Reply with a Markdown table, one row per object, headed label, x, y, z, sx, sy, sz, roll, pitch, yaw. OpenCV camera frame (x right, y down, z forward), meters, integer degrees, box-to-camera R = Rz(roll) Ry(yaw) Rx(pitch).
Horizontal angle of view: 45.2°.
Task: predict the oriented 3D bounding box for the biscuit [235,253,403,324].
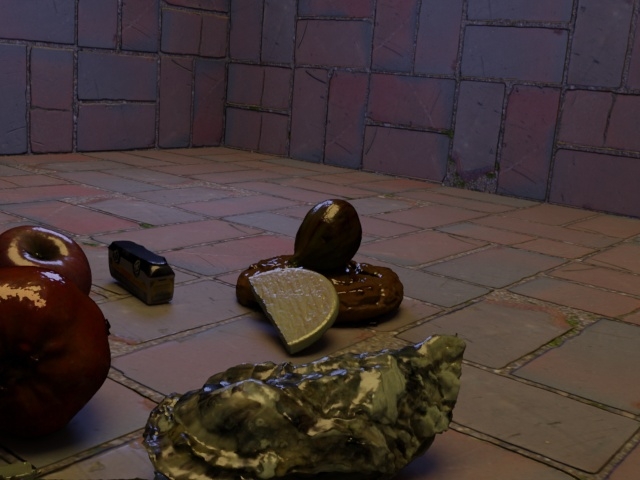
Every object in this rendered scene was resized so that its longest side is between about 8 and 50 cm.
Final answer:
| label | x | y | z | sx | sy | sz | roll | pitch | yaw |
| --- | --- | --- | --- | --- | --- | --- | --- | --- | --- |
| biscuit | 0.000 | 0.071 | 1.331 | 0.295 | 0.075 | 0.296 | 4 | 12 | -1 |

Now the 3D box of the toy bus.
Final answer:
| label | x | y | z | sx | sy | sz | roll | pitch | yaw |
| --- | --- | --- | --- | --- | --- | --- | --- | --- | --- |
| toy bus | -0.307 | 0.052 | 1.310 | 0.057 | 0.072 | 0.172 | -7 | 19 | -37 |

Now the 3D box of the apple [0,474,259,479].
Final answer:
| label | x | y | z | sx | sy | sz | roll | pitch | yaw |
| --- | --- | --- | --- | --- | --- | --- | --- | --- | --- |
| apple | -0.085 | 0.203 | 0.404 | 0.346 | 0.179 | 0.254 | -16 | 5 | 36 |

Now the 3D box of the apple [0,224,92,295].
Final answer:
| label | x | y | z | sx | sy | sz | roll | pitch | yaw |
| --- | --- | --- | --- | --- | --- | --- | --- | --- | --- |
| apple | -0.410 | 0.056 | 1.113 | 0.153 | 0.120 | 0.153 | 23 | 31 | -15 |

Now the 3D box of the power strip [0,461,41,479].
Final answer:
| label | x | y | z | sx | sy | sz | roll | pitch | yaw |
| --- | --- | --- | --- | --- | --- | --- | --- | --- | --- |
| power strip | -0.297 | 0.218 | 0.698 | 0.083 | 0.017 | 0.027 | -2 | 15 | -25 |

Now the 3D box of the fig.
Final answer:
| label | x | y | z | sx | sy | sz | roll | pitch | yaw |
| --- | --- | --- | --- | --- | --- | --- | --- | --- | --- |
| fig | 0.000 | 0.000 | 1.269 | 0.154 | 0.109 | 0.103 | -30 | -6 | -31 |

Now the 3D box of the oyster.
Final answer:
| label | x | y | z | sx | sy | sz | roll | pitch | yaw |
| --- | --- | --- | --- | --- | --- | --- | --- | --- | --- |
| oyster | -0.003 | 0.171 | 0.759 | 0.350 | 0.158 | 0.162 | -15 | 54 | -22 |

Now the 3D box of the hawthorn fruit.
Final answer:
| label | x | y | z | sx | sy | sz | roll | pitch | yaw |
| --- | --- | --- | --- | --- | --- | --- | --- | --- | --- |
| hawthorn fruit | -0.311 | 0.109 | 0.824 | 0.185 | 0.185 | 0.202 | 3 | 9 | -6 |

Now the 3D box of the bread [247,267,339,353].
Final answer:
| label | x | y | z | sx | sy | sz | roll | pitch | yaw |
| --- | --- | --- | --- | --- | --- | --- | --- | --- | --- |
| bread | -0.029 | 0.095 | 1.161 | 0.112 | 0.036 | 0.193 | -22 | 36 | -14 |
